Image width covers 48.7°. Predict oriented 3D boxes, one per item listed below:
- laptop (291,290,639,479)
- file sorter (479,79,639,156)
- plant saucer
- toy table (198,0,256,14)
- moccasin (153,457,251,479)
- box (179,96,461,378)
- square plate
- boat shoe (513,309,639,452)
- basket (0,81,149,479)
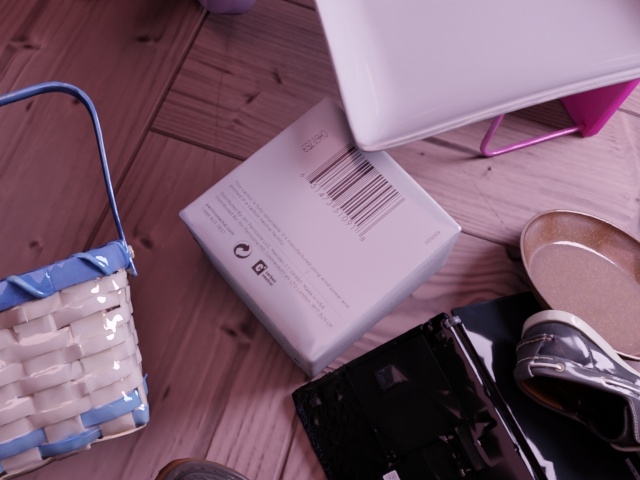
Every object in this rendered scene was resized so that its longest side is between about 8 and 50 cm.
[{"bbox_3d":[0.149,0.194,0.669,0.264,0.136,0.234,-29,68,5],"label":"laptop"},{"bbox_3d":[0.222,-0.275,0.819,0.182,0.202,0.291,-16,67,-16],"label":"file sorter"},{"bbox_3d":[0.289,0.050,0.732,0.198,0.036,0.199,12,45,-12],"label":"plant saucer"},{"bbox_3d":[-0.185,-0.377,0.797,0.161,0.252,0.274,-9,55,-33],"label":"toy table"},{"bbox_3d":[-0.148,0.341,0.481,0.139,0.147,0.380,21,56,-15],"label":"moccasin"},{"bbox_3d":[0.000,0.000,0.664,0.182,0.119,0.181,-40,75,-10],"label":"box"},{"bbox_3d":[0.154,-0.266,0.682,0.344,0.049,0.347,-16,69,-1],"label":"square plate"},{"bbox_3d":[0.274,0.161,0.637,0.233,0.084,0.079,35,42,-3],"label":"boat shoe"},{"bbox_3d":[-0.271,0.039,0.551,0.254,0.201,0.289,-17,98,-18],"label":"basket"}]
